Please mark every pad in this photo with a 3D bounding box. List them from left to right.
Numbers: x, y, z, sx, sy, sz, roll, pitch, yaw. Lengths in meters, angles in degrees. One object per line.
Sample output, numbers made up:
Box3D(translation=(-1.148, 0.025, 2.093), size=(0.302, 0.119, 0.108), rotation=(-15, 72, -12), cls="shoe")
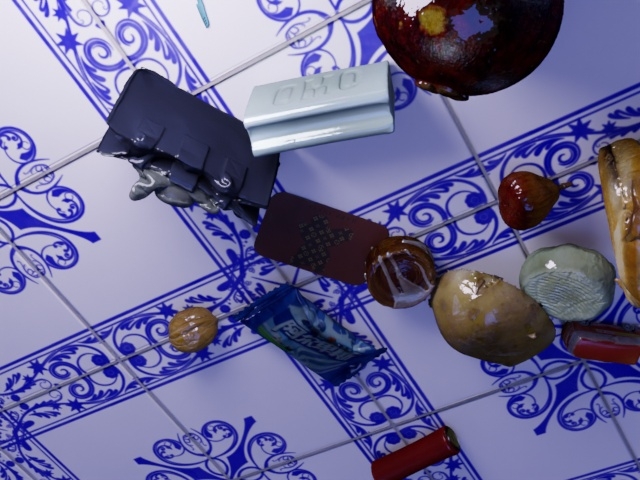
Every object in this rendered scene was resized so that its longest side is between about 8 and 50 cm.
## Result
Box3D(translation=(0.000, 0.000, 1.799), size=(0.267, 0.004, 0.181), rotation=(18, 124, -7), cls="pad")

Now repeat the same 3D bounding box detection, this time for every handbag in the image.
Box3D(translation=(-0.243, -0.157, 1.547), size=(0.325, 0.269, 0.118), rotation=(26, 124, -13), cls="handbag")

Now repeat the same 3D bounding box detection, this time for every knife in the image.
Box3D(translation=(-0.220, -0.430, 1.515), size=(0.014, 0.005, 0.091), rotation=(-11, 124, 10), cls="knife")

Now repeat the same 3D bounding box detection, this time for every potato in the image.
Box3D(translation=(0.363, 0.189, 1.788), size=(0.299, 0.116, 0.239), rotation=(37, 140, -17), cls="potato")

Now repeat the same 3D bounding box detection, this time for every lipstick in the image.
Box3D(translation=(0.241, 0.553, 2.119), size=(0.241, 0.080, 0.080), rotation=(-33, 116, 23), cls="lipstick")

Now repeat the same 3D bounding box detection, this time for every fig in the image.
Box3D(translation=(0.418, -0.098, 1.658), size=(0.119, 0.153, 0.119), rotation=(35, 155, 19), cls="fig")

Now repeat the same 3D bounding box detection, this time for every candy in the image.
Box3D(translation=(-0.020, 0.216, 1.908), size=(0.187, 0.077, 0.331), rotation=(-37, 117, 28), cls="candy")

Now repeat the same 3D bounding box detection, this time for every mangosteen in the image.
Box3D(translation=(0.242, -0.407, 1.331), size=(0.306, 0.306, 0.360), rotation=(14, 102, -5), cls="mangosteen")

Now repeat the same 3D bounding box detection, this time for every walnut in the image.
Box3D(translation=(-0.291, 0.204, 1.909), size=(0.124, 0.105, 0.105), rotation=(-20, 122, 4), cls="walnut")

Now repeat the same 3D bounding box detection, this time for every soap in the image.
Box3D(translation=(0.002, -0.245, 1.533), size=(0.265, 0.160, 0.088), rotation=(-8, 123, 11), cls="soap")

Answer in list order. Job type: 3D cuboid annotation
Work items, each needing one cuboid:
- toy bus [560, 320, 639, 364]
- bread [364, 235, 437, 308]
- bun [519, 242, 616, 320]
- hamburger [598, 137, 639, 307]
Box3D(translation=(0.633, 0.229, 1.864), size=(0.174, 0.077, 0.079), rotation=(8, 125, -1), cls="toy bus")
Box3D(translation=(0.172, 0.069, 1.789), size=(0.160, 0.073, 0.160), rotation=(-1, 122, -2), cls="bread")
Box3D(translation=(0.516, 0.078, 1.739), size=(0.195, 0.118, 0.195), rotation=(12, 142, 9), cls="bun")
Box3D(translation=(0.617, -0.041, 1.552), size=(0.174, 0.284, 0.305), rotation=(-9, 121, 11), cls="hamburger")
